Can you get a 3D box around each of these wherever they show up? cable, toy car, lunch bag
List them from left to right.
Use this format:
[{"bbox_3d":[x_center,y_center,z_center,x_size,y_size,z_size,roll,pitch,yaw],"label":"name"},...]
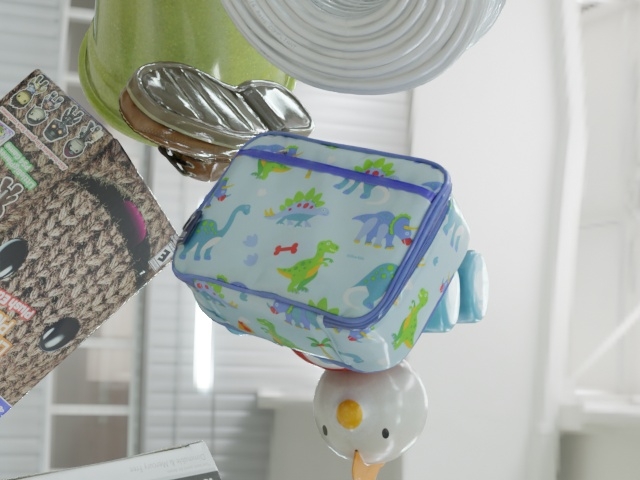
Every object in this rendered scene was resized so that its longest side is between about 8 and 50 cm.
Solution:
[{"bbox_3d":[0.000,0.000,1.123,0.219,0.090,0.176,16,-120,34],"label":"lunch bag"},{"bbox_3d":[0.031,-0.243,1.130,0.089,0.257,0.257,-57,163,-53],"label":"cable"},{"bbox_3d":[0.039,0.132,1.320,0.210,0.219,0.238,-4,91,-70],"label":"toy car"}]

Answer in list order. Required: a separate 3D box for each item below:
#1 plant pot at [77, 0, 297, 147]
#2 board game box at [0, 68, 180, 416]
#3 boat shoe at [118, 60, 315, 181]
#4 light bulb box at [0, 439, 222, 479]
[{"bbox_3d":[-0.159,-0.290,1.619,0.254,0.276,0.276,94,-14,-56],"label":"plant pot"},{"bbox_3d":[-0.323,0.010,1.458,0.141,0.291,0.232,41,-12,30],"label":"board game box"},{"bbox_3d":[-0.116,-0.107,1.435,0.104,0.307,0.111,-44,-111,22],"label":"boat shoe"},{"bbox_3d":[-0.329,0.477,1.864,0.361,0.358,0.225,-51,-124,38],"label":"light bulb box"}]
